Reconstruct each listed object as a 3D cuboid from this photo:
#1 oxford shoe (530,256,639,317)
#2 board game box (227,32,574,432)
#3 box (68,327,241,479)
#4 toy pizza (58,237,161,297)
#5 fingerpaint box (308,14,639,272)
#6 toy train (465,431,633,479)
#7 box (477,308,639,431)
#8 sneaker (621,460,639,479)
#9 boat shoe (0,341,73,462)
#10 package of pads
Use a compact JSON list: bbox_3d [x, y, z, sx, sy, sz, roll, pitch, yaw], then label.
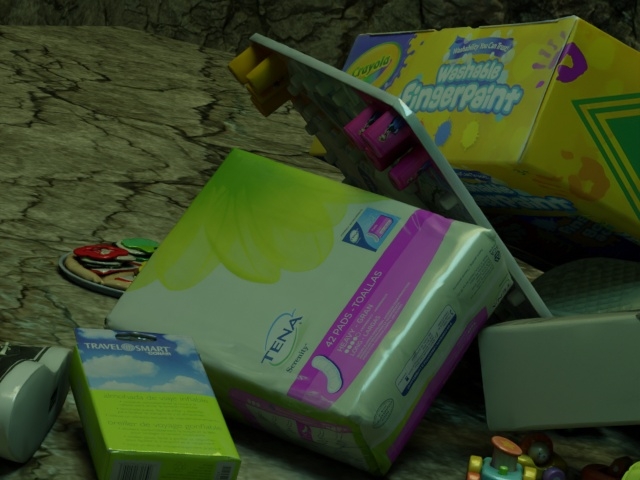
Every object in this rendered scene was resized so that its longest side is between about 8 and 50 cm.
[{"bbox_3d":[0.354,0.119,1.794,0.169,0.130,0.449,-27,20,-22],"label":"oxford shoe"},{"bbox_3d":[0.087,-0.012,1.872,0.390,0.050,0.390,54,-9,-25],"label":"board game box"},{"bbox_3d":[-0.136,0.134,1.512,0.109,0.042,0.178,6,27,-20],"label":"box"},{"bbox_3d":[-0.186,0.030,2.083,0.201,0.032,0.201,10,12,-2],"label":"toy pizza"},{"bbox_3d":[0.256,-0.078,2.011,0.371,0.163,0.445,26,-8,-26],"label":"fingerpaint box"},{"bbox_3d":[0.198,0.194,1.596,0.125,0.046,0.166,20,15,42],"label":"toy train"},{"bbox_3d":[0.278,0.104,1.603,0.275,0.094,0.113,-7,-1,33],"label":"box"},{"bbox_3d":[0.322,0.258,1.288,0.295,0.123,0.109,28,-13,6],"label":"sneaker"},{"bbox_3d":[-0.248,0.123,1.501,0.070,0.078,0.219,11,4,1],"label":"boat shoe"},{"bbox_3d":[-0.017,0.060,1.655,0.296,0.229,0.101,19,-29,34],"label":"package of pads"}]
